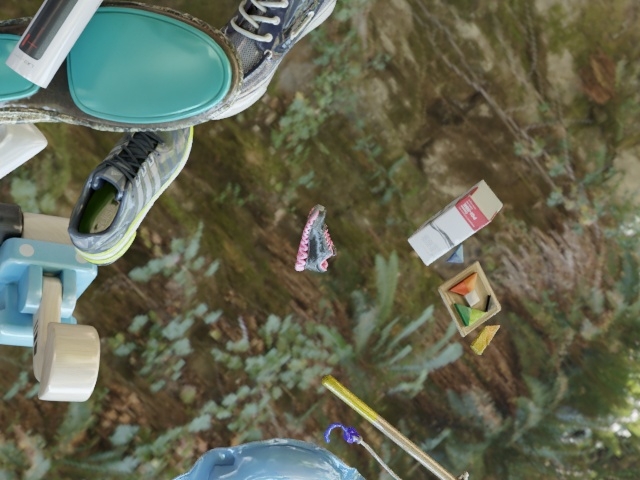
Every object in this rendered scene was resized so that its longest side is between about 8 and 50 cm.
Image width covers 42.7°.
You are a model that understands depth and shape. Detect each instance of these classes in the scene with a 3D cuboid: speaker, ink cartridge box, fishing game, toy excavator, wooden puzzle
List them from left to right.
[{"bbox_3d":[-0.530,0.136,1.573,0.433,0.222,0.445,-39,-128,45],"label":"toy excavator"},{"bbox_3d":[-0.316,-0.251,0.976,0.136,0.055,0.055,-55,-165,5],"label":"speaker"},{"bbox_3d":[-0.042,0.211,0.533,0.264,0.189,0.041,-52,-161,3],"label":"fishing game"},{"bbox_3d":[0.219,-0.029,1.337,0.135,0.056,0.099,-38,180,30],"label":"ink cartridge box"},{"bbox_3d":[0.179,0.069,0.970,0.078,0.116,0.014,-39,-169,-27],"label":"wooden puzzle"}]

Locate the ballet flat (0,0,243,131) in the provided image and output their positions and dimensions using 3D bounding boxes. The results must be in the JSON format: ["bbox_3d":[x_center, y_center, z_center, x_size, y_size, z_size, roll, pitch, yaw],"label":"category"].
[{"bbox_3d":[-0.327,-0.222,1.076,0.482,0.164,0.182,0,-174,5],"label":"ballet flat"}]

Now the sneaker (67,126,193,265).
[{"bbox_3d":[-0.288,-0.102,1.250,0.121,0.111,0.300,110,5,-83],"label":"sneaker"}]

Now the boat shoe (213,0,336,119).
[{"bbox_3d":[-0.093,-0.347,1.255,0.340,0.127,0.158,-54,166,-25],"label":"boat shoe"}]

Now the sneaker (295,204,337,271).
[{"bbox_3d":[0.000,0.000,1.200,0.047,0.057,0.119,-70,176,-51],"label":"sneaker"}]

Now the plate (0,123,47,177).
[{"bbox_3d":[-0.669,-0.194,1.410,0.277,0.278,0.045,-41,177,-17],"label":"plate"}]
